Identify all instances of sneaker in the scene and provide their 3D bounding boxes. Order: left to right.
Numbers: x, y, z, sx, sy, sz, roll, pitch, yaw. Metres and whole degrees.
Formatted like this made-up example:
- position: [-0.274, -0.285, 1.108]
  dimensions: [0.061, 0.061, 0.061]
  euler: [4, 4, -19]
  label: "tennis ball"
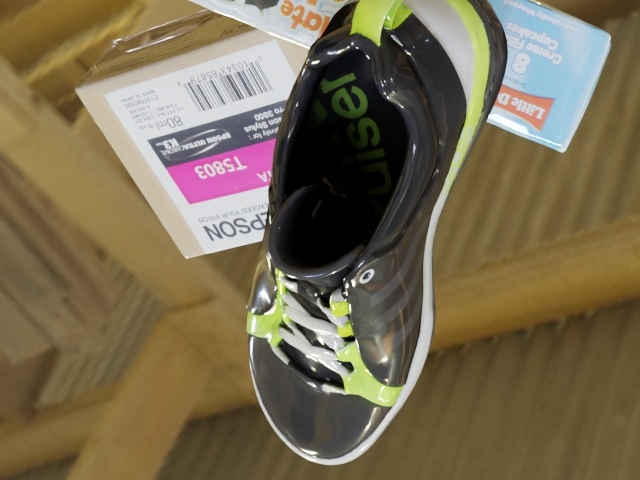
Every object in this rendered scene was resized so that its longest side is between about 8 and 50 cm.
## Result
- position: [0.000, 0.000, 0.568]
  dimensions: [0.084, 0.234, 0.097]
  euler: [25, -147, 21]
  label: "sneaker"

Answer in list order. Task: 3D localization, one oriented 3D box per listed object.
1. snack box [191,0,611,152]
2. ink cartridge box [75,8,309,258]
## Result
- position: [-0.025, -0.137, 0.695]
  dimensions: [0.187, 0.322, 0.060]
  euler: [-56, 168, -77]
  label: "snack box"
- position: [-0.056, -0.100, 1.220]
  dimensions: [0.235, 0.193, 0.088]
  euler: [-14, -149, 31]
  label: "ink cartridge box"
